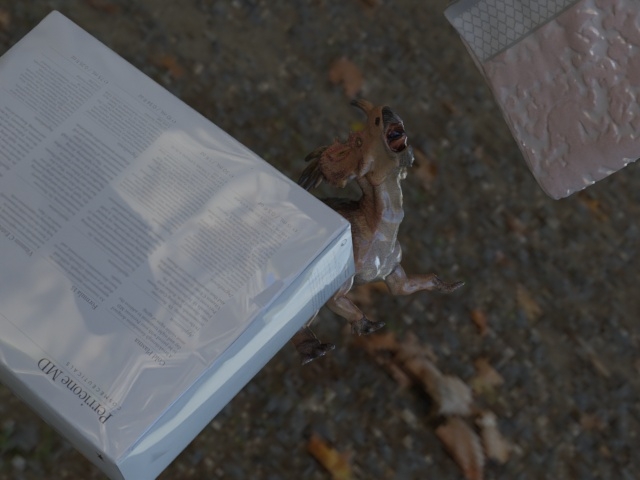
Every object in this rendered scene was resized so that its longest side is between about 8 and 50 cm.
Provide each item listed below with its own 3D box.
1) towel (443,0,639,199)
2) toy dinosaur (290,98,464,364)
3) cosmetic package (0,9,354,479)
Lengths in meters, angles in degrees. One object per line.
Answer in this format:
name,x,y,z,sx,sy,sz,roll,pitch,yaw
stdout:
towel,0.339,-0.244,1.851,0.053,0.332,0.317,-31,90,-41
toy dinosaur,0.000,0.000,1.378,0.200,0.295,0.127,64,24,3
cosmetic package,-0.202,-0.001,1.268,0.377,0.284,0.097,37,-23,23
